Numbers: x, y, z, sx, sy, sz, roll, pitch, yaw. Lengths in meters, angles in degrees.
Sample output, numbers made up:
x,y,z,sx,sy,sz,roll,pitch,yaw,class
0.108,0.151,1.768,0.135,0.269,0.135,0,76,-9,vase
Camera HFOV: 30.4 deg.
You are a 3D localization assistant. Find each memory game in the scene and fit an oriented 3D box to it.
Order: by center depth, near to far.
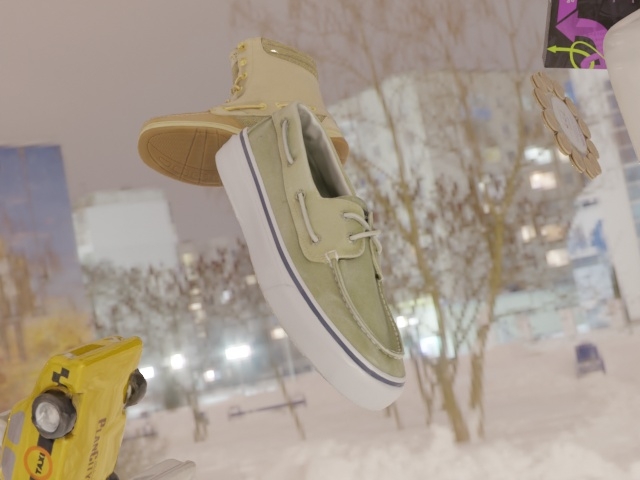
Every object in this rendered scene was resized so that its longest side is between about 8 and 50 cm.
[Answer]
x,y,z,sx,sy,sz,roll,pitch,yaw,class
0.365,-0.172,1.753,0.012,0.186,0.186,-31,-15,27,memory game

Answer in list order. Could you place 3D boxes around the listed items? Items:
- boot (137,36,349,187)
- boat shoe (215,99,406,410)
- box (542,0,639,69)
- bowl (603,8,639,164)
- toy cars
x,y,z,sx,sy,sz,roll,pitch,yaw,class
-0.109,-0.170,1.493,0.262,0.203,0.095,-2,-42,-16,boot
0.000,0.000,0.980,0.094,0.302,0.109,-42,-35,19,boat shoe
0.315,-0.232,1.213,0.162,0.116,0.029,1,34,4,box
0.256,-0.093,0.773,0.053,0.142,0.142,-14,10,45,bowl
-0.195,0.217,1.000,0.087,0.176,0.393,23,-31,24,toy cars
